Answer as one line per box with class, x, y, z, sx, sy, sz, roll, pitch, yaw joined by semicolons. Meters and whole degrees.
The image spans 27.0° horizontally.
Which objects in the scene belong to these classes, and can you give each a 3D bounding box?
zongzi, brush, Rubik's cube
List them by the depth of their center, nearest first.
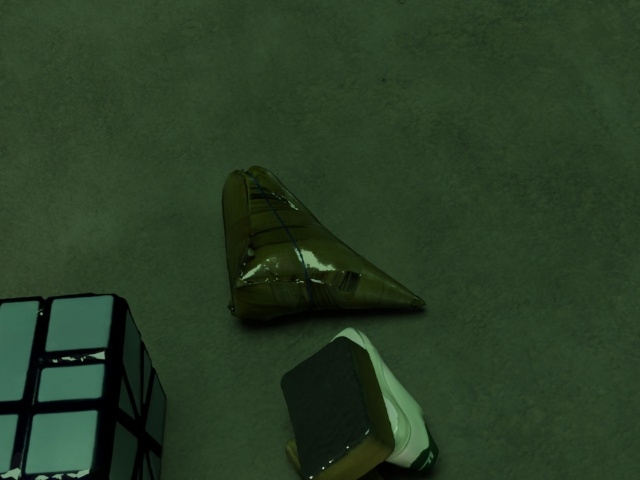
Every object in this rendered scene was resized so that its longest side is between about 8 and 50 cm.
Rubik's cube;-0.370;0.261;1.742;0.283;0.288;0.293;-5;54;4
brush;0.020;0.226;1.745;0.123;0.059;0.197;-39;38;18
zongzi;0.000;0.000;1.997;0.289;0.123;0.260;-3;49;-6

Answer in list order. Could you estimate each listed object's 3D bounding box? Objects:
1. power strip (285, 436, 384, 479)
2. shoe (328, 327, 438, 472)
power strip;0.080;0.384;1.713;0.092;0.066;0.387;-30;55;-11
shoe;0.081;0.225;1.831;0.095;0.110;0.265;-47;29;13
